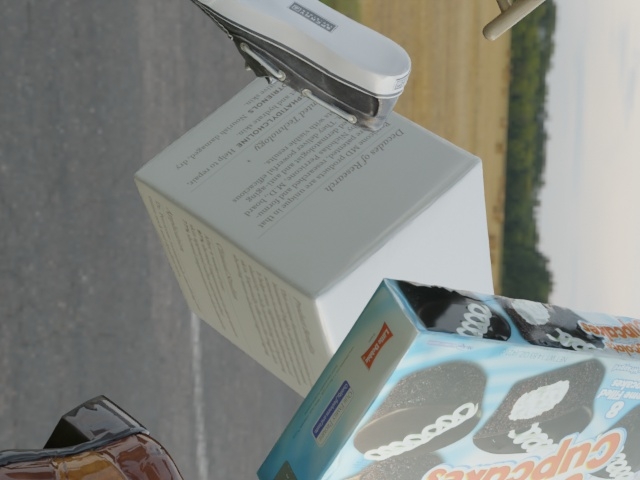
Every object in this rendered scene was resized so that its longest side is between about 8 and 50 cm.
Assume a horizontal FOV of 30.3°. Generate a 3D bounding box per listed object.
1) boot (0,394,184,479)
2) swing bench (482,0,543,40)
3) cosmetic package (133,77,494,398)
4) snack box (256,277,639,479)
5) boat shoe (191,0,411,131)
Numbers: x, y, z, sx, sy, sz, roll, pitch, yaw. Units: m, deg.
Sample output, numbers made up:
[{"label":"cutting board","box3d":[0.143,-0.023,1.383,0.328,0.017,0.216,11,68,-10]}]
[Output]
[{"label":"boot","box3d":[-0.138,0.265,0.837,0.096,0.280,0.264,-55,166,26]},{"label":"swing bench","box3d":[0.259,-0.343,1.172,0.253,0.254,0.165,49,20,-82]},{"label":"cosmetic package","box3d":[0.000,0.000,1.763,0.327,0.393,0.329,-40,143,-22]},{"label":"snack box","box3d":[0.132,0.133,0.870,0.187,0.322,0.060,-59,-139,26]},{"label":"boat shoe","box3d":[-0.047,-0.219,1.288,0.108,0.301,0.102,-50,167,-50]}]
